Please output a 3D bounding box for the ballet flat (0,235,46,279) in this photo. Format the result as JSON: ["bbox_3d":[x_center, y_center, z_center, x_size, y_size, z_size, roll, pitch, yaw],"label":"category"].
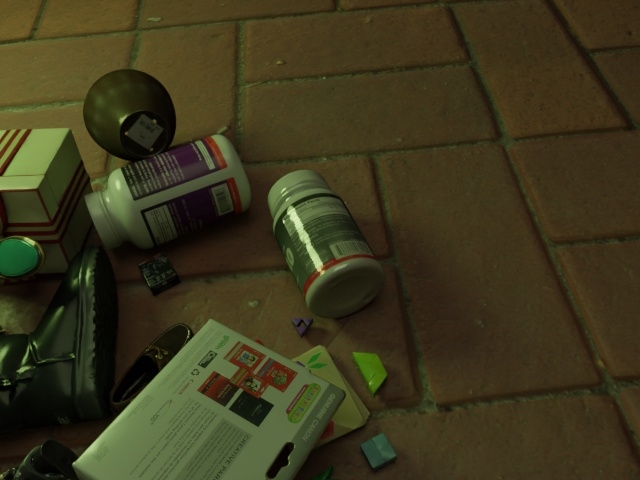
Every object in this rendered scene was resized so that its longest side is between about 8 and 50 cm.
[{"bbox_3d":[-0.575,0.035,1.092,0.232,0.073,0.080,-5,85,23],"label":"ballet flat"}]

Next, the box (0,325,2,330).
[{"bbox_3d":[-0.738,0.123,1.134,0.164,0.201,0.021,-27,10,-17],"label":"box"}]

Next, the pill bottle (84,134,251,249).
[{"bbox_3d":[-0.324,-0.096,1.274,0.323,0.181,0.181,-22,53,-14],"label":"pill bottle"}]

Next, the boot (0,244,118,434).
[{"bbox_3d":[-0.615,0.189,1.078,0.445,0.146,0.367,-9,51,-4],"label":"boot"}]

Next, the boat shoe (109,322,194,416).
[{"bbox_3d":[-0.301,0.229,1.076,0.073,0.073,0.207,18,52,18],"label":"boat shoe"}]

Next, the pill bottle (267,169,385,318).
[{"bbox_3d":[0.000,0.000,1.188,0.161,0.161,0.283,-19,51,-12],"label":"pill bottle"}]

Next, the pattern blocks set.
[{"bbox_3d":[-0.018,0.277,1.045,0.285,0.026,0.325,-15,51,-8],"label":"pattern blocks set"}]

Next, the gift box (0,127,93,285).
[{"bbox_3d":[-0.646,-0.063,1.235,0.276,0.255,0.258,-7,41,3],"label":"gift box"}]

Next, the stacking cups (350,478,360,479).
[{"bbox_3d":[0.006,0.499,0.833,0.096,0.096,0.316,20,49,19],"label":"stacking cups"}]

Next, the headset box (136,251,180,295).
[{"bbox_3d":[-0.340,0.066,1.238,0.062,0.032,0.083,-28,53,-19],"label":"headset box"}]

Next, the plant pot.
[{"bbox_3d":[-0.419,-0.267,1.352,0.215,0.215,0.230,-24,30,-15],"label":"plant pot"}]

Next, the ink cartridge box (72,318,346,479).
[{"bbox_3d":[-0.149,0.310,0.894,0.272,0.130,0.309,23,46,21],"label":"ink cartridge box"}]

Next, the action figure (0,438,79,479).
[{"bbox_3d":[-0.475,0.398,0.879,0.285,0.099,0.185,-27,22,28],"label":"action figure"}]
